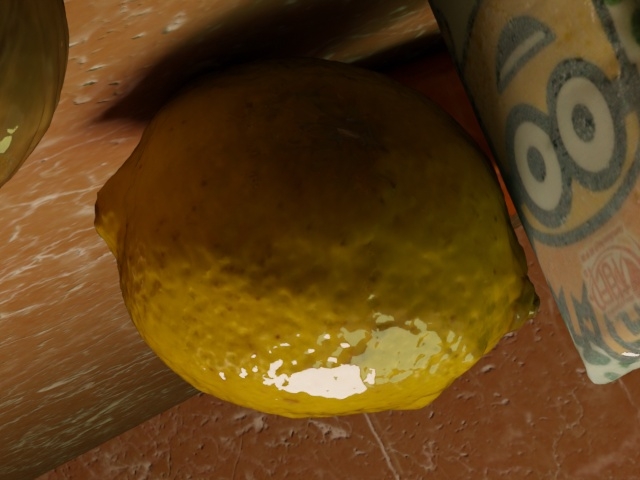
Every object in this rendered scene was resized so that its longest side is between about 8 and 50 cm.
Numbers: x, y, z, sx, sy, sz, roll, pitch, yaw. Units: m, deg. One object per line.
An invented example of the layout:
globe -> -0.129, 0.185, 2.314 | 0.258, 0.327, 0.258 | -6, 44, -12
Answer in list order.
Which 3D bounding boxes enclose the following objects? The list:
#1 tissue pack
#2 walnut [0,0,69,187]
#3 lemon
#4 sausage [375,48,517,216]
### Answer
tissue pack -> 0.199, -0.087, 1.155 | 0.128, 0.311, 0.228 | -17, 168, -21
walnut -> -0.189, -0.067, 0.694 | 0.197, 0.165, 0.165 | -38, 167, 24
lemon -> 0.000, 0.000, 1.248 | 0.310, 0.253, 0.253 | 12, 171, 2
sausage -> 0.072, -0.064, 1.467 | 0.268, 0.153, 0.141 | -21, 171, -23
